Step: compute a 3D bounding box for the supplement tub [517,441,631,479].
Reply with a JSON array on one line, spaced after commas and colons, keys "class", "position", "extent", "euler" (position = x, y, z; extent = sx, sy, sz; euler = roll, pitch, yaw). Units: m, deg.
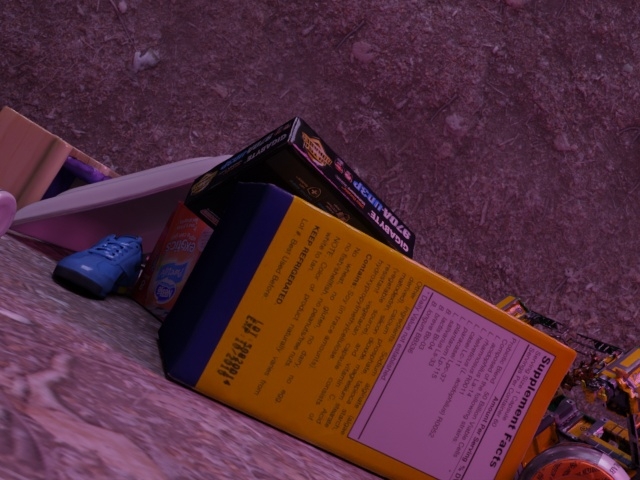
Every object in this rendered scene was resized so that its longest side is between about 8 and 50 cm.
[{"class": "supplement tub", "position": [0.255, 0.262, 0.766], "extent": [0.117, 0.117, 0.190], "euler": [26, -4, 22]}]

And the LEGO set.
[{"class": "LEGO set", "position": [0.288, 0.236, 1.022], "extent": [0.331, 0.192, 0.255], "euler": [32, -36, 49]}]

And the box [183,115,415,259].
[{"class": "box", "position": [-0.022, -0.024, 0.904], "extent": [0.175, 0.051, 0.220], "euler": [-25, -55, 35]}]

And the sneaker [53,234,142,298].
[{"class": "sneaker", "position": [-0.264, 0.022, 0.942], "extent": [0.069, 0.082, 0.209], "euler": [30, -2, 1]}]

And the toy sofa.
[{"class": "toy sofa", "position": [-0.448, -0.092, 1.289], "extent": [0.177, 0.150, 0.362], "euler": [33, -4, -7]}]

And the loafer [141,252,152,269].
[{"class": "loafer", "position": [-0.352, 0.012, 1.504], "extent": [0.223, 0.076, 0.078], "euler": [34, -13, -29]}]

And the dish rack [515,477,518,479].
[{"class": "dish rack", "position": [0.312, 0.354, 1.299], "extent": [0.285, 0.072, 0.333], "euler": [28, -2, 9]}]

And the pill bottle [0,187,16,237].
[{"class": "pill bottle", "position": [-0.399, -0.048, 0.837], "extent": [0.116, 0.065, 0.065], "euler": [27, -3, 8]}]

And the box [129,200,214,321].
[{"class": "box", "position": [-0.088, 0.083, 1.078], "extent": [0.300, 0.154, 0.142], "euler": [29, -4, -38]}]

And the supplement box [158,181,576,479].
[{"class": "supplement box", "position": [0.038, 0.107, 0.793], "extent": [0.356, 0.194, 0.195], "euler": [29, -3, -15]}]

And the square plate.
[{"class": "square plate", "position": [-0.235, -0.047, 1.167], "extent": [0.344, 0.049, 0.347], "euler": [-14, -11, 7]}]
